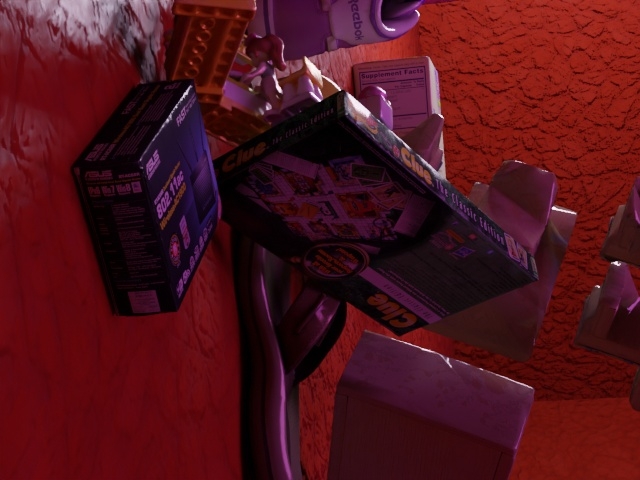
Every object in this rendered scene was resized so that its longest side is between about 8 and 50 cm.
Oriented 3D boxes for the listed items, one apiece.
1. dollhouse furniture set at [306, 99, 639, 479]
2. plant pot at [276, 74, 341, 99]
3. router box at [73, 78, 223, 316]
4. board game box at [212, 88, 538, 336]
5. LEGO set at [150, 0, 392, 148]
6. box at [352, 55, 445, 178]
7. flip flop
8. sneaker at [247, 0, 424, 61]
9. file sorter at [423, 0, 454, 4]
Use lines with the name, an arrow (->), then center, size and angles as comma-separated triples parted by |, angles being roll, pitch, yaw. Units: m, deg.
dollhouse furniture set -> 0.151, 0.106, 1.056 | 0.256, 0.362, 0.394 | 95, 18, -45
plant pot -> -0.017, -0.105, 0.945 | 0.083, 0.081, 0.081 | 60, 26, -45
router box -> -0.093, -0.028, 0.594 | 0.122, 0.038, 0.092 | -76, 159, -60
board game box -> 0.040, -0.007, 0.770 | 0.259, 0.136, 0.030 | 36, 38, -43
LEGO set -> -0.050, -0.140, 0.675 | 0.287, 0.132, 0.107 | 53, 25, -60
box -> 0.132, -0.155, 1.660 | 0.213, 0.117, 0.243 | -18, 104, -79
flip flop -> -0.017, 0.078, 0.847 | 0.112, 0.080, 0.277 | 47, 40, -74
sneaker -> 0.030, -0.244, 1.025 | 0.282, 0.161, 0.102 | -79, 160, -59
file sorter -> 0.085, -0.447, 1.345 | 0.202, 0.182, 0.291 | -35, 120, -78
